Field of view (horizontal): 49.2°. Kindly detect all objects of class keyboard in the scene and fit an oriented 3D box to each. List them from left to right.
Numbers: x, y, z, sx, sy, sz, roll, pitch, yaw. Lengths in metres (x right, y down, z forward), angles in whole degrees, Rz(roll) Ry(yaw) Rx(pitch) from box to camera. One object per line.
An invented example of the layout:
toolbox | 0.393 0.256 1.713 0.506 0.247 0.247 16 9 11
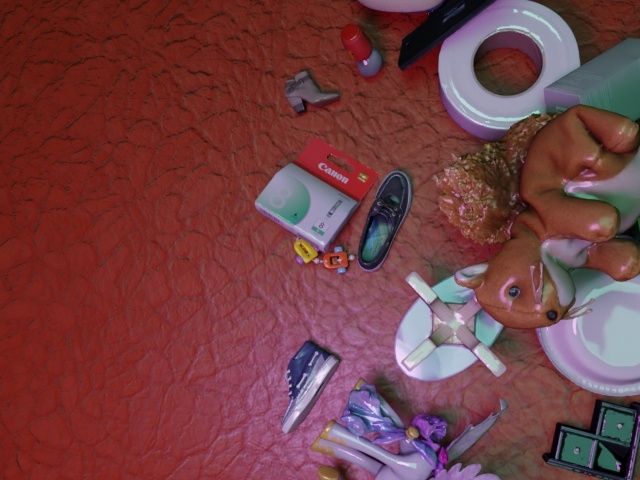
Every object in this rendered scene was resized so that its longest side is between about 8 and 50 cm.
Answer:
keyboard | 0.287 -0.484 1.448 0.317 0.033 0.201 -30 34 41

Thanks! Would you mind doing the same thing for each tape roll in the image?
tape roll | 0.389 -0.357 1.470 0.286 0.100 0.286 -1 83 10

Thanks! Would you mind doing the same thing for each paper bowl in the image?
paper bowl | 0.559 0.154 1.331 0.284 0.148 0.284 0 92 11

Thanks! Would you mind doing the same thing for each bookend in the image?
bookend | 0.531 0.374 1.360 0.156 0.072 0.157 13 85 12

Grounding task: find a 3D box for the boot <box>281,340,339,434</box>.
boot | -0.045 0.309 1.482 0.086 0.069 0.190 32 81 20

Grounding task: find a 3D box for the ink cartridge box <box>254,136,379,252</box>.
ink cartridge box | -0.004 -0.111 1.502 0.181 0.056 0.224 32 74 12

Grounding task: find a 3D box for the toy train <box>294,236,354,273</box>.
toy train | 0.000 0.000 1.522 0.125 0.046 0.166 -11 76 -6

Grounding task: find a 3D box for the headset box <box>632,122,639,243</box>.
headset box | 0.695 -0.122 1.276 0.283 0.131 0.246 -25 51 41

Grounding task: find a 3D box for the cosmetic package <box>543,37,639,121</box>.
cosmetic package | 0.566 -0.290 1.371 0.238 0.107 0.127 -31 121 -17

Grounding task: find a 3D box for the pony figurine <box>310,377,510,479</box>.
pony figurine | 0.179 0.436 1.342 0.363 0.303 0.351 36 122 9

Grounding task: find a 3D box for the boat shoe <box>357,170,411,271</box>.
boat shoe | 0.132 -0.045 1.485 0.080 0.076 0.228 24 87 12

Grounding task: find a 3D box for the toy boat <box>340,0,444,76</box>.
toy boat | 0.146 -0.518 1.519 0.268 0.148 0.318 25 84 30

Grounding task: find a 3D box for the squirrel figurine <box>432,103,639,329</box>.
squirrel figurine | 0.385 -0.034 1.238 0.370 0.281 0.397 -56 37 6

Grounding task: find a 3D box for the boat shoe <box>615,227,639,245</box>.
boat shoe | 0.638 -0.010 1.404 0.206 0.075 0.065 2 58 10

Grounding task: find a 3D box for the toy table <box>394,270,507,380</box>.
toy table | 0.263 0.170 1.392 0.252 0.161 0.274 36 89 12

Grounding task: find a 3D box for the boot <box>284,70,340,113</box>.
boot | -0.023 -0.339 1.571 0.119 0.042 0.087 -17 78 7
